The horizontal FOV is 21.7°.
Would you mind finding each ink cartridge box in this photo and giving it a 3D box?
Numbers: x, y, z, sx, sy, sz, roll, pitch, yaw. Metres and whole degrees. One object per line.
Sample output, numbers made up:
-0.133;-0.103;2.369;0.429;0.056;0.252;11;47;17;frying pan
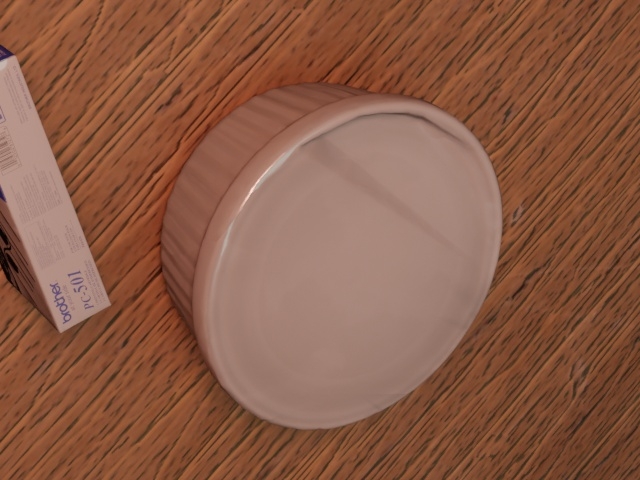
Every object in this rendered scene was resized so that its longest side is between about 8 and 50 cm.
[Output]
-0.213;-0.044;1.150;0.046;0.097;0.207;-30;126;-20;ink cartridge box

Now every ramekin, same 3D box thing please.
0.000;0.000;1.302;0.273;0.127;0.273;-15;120;-28;ramekin
